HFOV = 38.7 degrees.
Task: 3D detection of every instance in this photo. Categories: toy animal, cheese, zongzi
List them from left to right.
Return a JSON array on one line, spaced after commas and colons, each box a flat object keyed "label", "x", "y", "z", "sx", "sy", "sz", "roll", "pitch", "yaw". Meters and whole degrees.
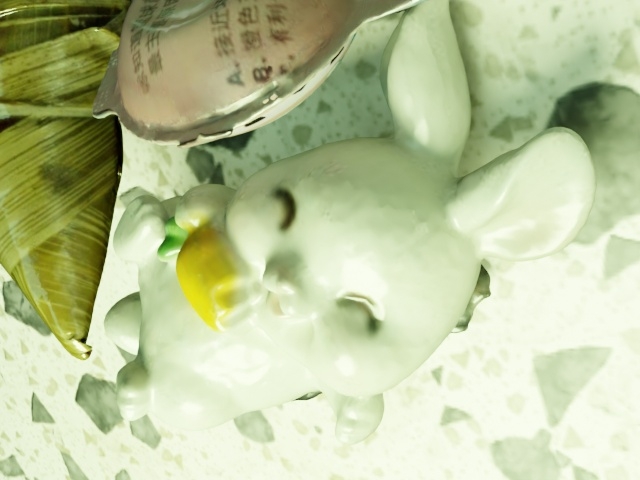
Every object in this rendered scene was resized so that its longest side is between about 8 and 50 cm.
[{"label": "zongzi", "x": -0.245, "y": -0.050, "z": 0.670, "sx": 0.286, "sy": 0.134, "sz": 0.288, "roll": -12, "pitch": 82, "yaw": 44}, {"label": "cheese", "x": -0.010, "y": -0.133, "z": 0.493, "sx": 0.286, "sy": 0.189, "sz": 0.074, "roll": -17, "pitch": 138, "yaw": 24}, {"label": "toy animal", "x": 0.000, "y": 0.007, "z": 0.554, "sx": 0.325, "sy": 0.154, "sz": 0.208, "roll": -44, "pitch": 61, "yaw": 20}]
